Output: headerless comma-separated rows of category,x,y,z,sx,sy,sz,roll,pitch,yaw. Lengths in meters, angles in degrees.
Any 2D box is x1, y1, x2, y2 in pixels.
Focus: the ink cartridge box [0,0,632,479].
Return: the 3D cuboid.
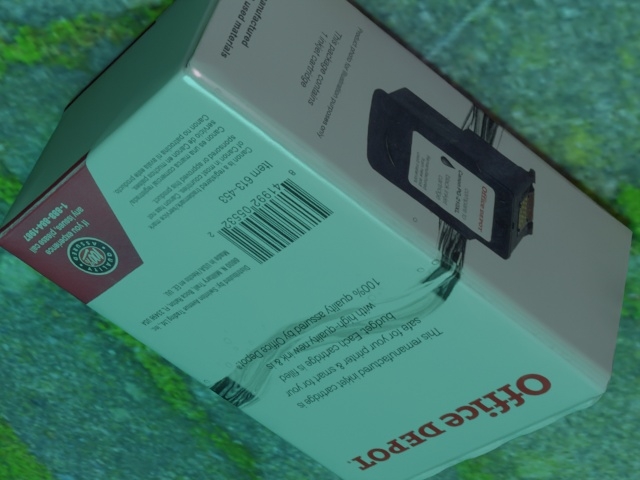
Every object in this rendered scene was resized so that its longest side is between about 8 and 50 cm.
ink cartridge box,0.000,0.000,0.685,0.237,0.100,0.172,36,138,-19
